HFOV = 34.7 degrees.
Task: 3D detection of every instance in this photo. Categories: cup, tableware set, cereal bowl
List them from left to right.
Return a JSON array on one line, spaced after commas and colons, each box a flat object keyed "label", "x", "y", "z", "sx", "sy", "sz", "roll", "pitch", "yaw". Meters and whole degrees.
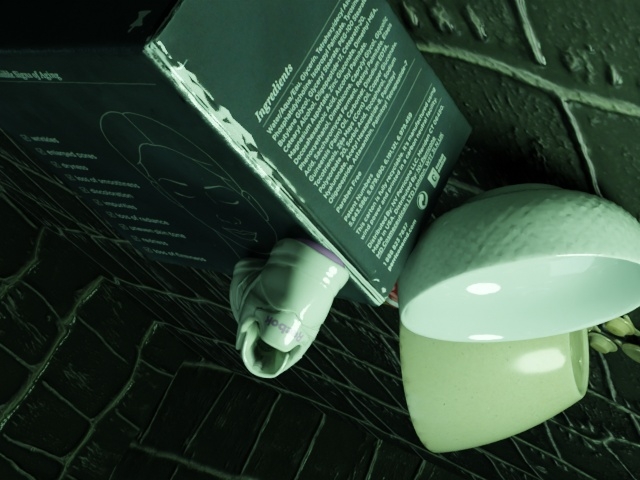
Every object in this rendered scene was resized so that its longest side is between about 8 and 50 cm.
[{"label": "cup", "x": 0.290, "y": 0.166, "z": 1.615, "sx": 0.236, "sy": 0.331, "sz": 0.331, "roll": -5, "pitch": 147, "yaw": 23}, {"label": "cereal bowl", "x": 0.261, "y": 0.021, "z": 1.348, "sx": 0.338, "sy": 0.141, "sz": 0.339, "roll": -5, "pitch": 157, "yaw": -2}, {"label": "tableware set", "x": 0.472, "y": 0.154, "z": 1.677, "sx": 0.168, "sy": 0.020, "sz": 0.141, "roll": 11, "pitch": 151, "yaw": 52}]

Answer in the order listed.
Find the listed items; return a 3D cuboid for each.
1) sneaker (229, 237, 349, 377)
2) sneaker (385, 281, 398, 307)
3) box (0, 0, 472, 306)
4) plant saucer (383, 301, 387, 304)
[{"label": "sneaker", "x": -0.068, "y": 0.092, "z": 1.226, "sx": 0.114, "sy": 0.152, "sz": 0.305, "roll": 29, "pitch": 161, "yaw": -6}, {"label": "sneaker", "x": 0.135, "y": 0.055, "z": 1.879, "sx": 0.221, "sy": 0.087, "sz": 0.128, "roll": 17, "pitch": 152, "yaw": 8}, {"label": "box", "x": -0.149, "y": -0.189, "z": 1.297, "sx": 0.479, "sy": 0.297, "sz": 0.472, "roll": 9, "pitch": 154, "yaw": 42}, {"label": "plant saucer", "x": 0.093, "y": 0.067, "z": 2.063, "sx": 0.241, "sy": 0.037, "sz": 0.241, "roll": 29, "pitch": 163, "yaw": 10}]
